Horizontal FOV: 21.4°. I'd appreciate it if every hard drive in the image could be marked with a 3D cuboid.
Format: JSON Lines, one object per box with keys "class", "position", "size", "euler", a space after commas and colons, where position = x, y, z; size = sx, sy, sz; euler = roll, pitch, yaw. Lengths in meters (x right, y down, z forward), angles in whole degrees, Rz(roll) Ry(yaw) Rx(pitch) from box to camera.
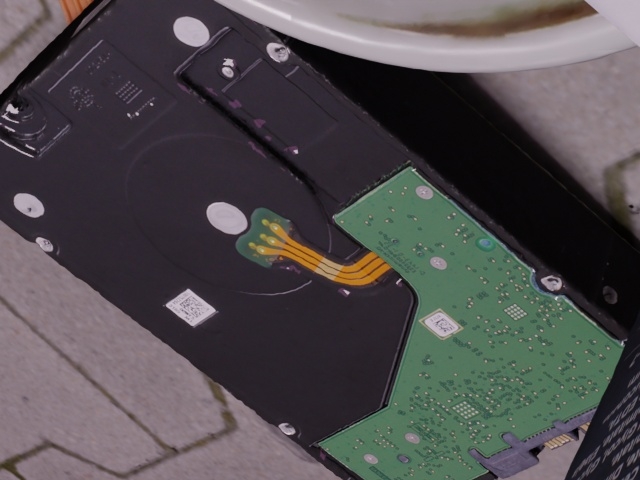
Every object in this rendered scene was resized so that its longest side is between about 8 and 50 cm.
{"class": "hard drive", "position": [0.000, 0.000, 0.879], "size": [0.339, 0.064, 0.237], "euler": [39, 137, -16]}

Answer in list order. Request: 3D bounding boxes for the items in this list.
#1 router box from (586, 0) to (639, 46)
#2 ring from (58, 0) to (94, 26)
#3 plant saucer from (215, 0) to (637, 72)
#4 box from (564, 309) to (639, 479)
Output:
{"class": "router box", "position": [0.109, -0.209, 0.384], "size": [0.301, 0.082, 0.335], "euler": [41, 145, 4]}
{"class": "ring", "position": [-0.225, -0.144, 0.933], "size": [0.336, 0.032, 0.336], "euler": [18, 139, 16]}
{"class": "plant saucer", "position": [0.023, -0.246, 0.597], "size": [0.400, 0.100, 0.400], "euler": [19, 138, 18]}
{"class": "box", "position": [0.326, 0.167, 0.539], "size": [0.480, 0.472, 0.297], "euler": [34, 142, -1]}
